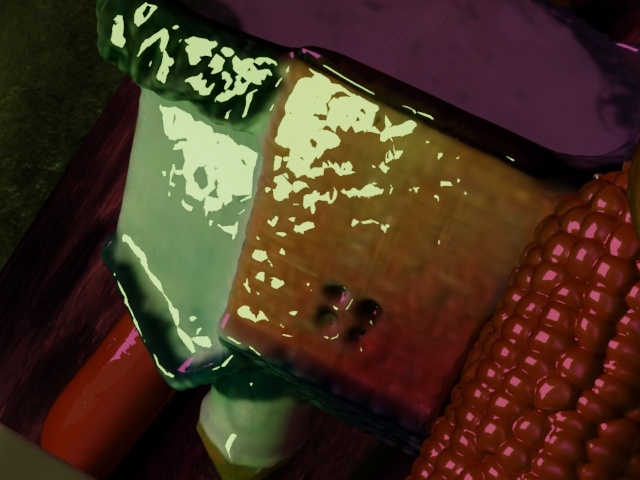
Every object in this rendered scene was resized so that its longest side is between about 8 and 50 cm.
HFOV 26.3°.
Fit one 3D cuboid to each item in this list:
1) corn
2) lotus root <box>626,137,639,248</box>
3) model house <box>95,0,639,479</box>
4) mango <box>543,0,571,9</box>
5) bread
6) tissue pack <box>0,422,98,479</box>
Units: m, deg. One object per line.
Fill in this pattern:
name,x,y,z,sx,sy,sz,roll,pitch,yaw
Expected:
corn,0.077,0.093,0.490,0.091,0.091,0.260,21,81,53
lotus root,0.169,0.017,0.272,0.193,0.193,0.291,-59,20,-4
model house,0.000,0.000,0.682,0.184,0.253,0.291,-48,-17,-58
mango,0.027,-0.077,0.827,0.273,0.149,0.185,-35,26,42
bread,-0.140,0.093,1.095,0.239,0.074,0.092,-52,5,13
tissue pack,-0.241,0.232,0.990,0.246,0.159,0.136,-26,34,60
